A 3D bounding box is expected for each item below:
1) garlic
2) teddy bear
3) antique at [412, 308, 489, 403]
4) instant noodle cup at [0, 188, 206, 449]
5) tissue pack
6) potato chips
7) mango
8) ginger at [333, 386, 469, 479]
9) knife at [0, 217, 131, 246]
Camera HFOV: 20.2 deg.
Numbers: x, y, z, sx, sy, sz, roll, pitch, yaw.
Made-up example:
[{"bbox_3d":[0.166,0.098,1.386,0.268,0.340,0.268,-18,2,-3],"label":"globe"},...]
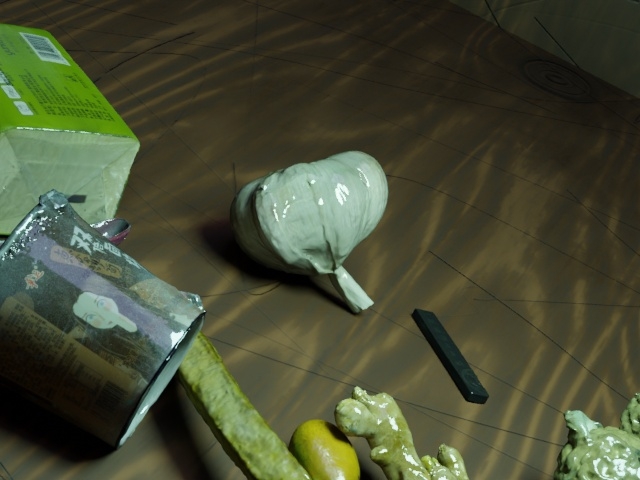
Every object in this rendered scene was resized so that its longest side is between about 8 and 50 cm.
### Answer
[{"bbox_3d":[0.000,0.000,2.344,0.218,0.218,0.212,-20,87,-57],"label":"garlic"},{"bbox_3d":[0.384,0.287,2.099,0.256,0.156,0.267,10,57,-37],"label":"teddy bear"},{"bbox_3d":[0.169,0.148,2.343,0.031,0.015,0.192,10,28,-29],"label":"antique"},{"bbox_3d":[-0.248,0.091,1.870,0.207,0.217,0.217,33,25,3],"label":"instant noodle cup"},{"bbox_3d":[-0.384,-0.140,2.243,0.200,0.167,0.275,1,34,-37],"label":"tissue pack"},{"bbox_3d":[-0.103,0.177,1.932,0.407,0.057,0.080,47,-11,52],"label":"potato chips"},{"bbox_3d":[0.006,0.242,1.962,0.079,0.057,0.114,19,27,-28],"label":"mango"},{"bbox_3d":[0.108,0.246,1.995,0.193,0.052,0.176,11,42,-49],"label":"ginger"},{"bbox_3d":[-0.344,0.002,2.132,0.123,0.053,0.278,36,26,34],"label":"knife"}]
